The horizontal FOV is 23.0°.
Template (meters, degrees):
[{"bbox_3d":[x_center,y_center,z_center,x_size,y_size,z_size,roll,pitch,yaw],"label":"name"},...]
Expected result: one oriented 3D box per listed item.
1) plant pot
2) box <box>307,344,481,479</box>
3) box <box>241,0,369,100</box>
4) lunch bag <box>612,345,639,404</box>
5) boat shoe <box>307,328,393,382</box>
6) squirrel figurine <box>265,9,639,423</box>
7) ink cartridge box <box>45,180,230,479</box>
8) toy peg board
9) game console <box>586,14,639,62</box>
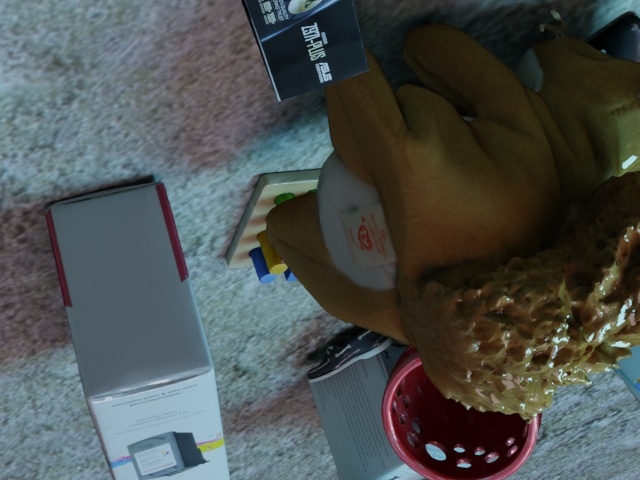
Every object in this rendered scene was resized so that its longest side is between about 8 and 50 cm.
[{"bbox_3d":[0.184,0.182,1.932,0.191,0.191,0.174,-36,-171,26],"label":"plant pot"},{"bbox_3d":[0.102,0.245,2.072,0.119,0.182,0.181,-34,148,25],"label":"box"},{"bbox_3d":[-0.034,-0.222,1.174,0.077,0.180,0.147,-20,151,-1],"label":"box"},{"bbox_3d":[0.441,0.150,2.090,0.108,0.224,0.279,-38,151,8],"label":"lunch bag"},{"bbox_3d":[0.032,0.142,2.001,0.125,0.038,0.046,-29,-177,23],"label":"boat shoe"},{"bbox_3d":[0.209,-0.033,1.459,0.370,0.397,0.281,-20,145,-29],"label":"squirrel figurine"},{"bbox_3d":[-0.185,0.117,1.621,0.131,0.226,0.306,-15,152,-7],"label":"ink cartridge box"},{"bbox_3d":[0.000,0.000,1.690,0.161,0.079,0.160,-6,148,-24],"label":"toy peg board"},{"bbox_3d":[0.304,-0.182,1.640,0.122,0.071,0.107,-35,118,24],"label":"game console"}]
